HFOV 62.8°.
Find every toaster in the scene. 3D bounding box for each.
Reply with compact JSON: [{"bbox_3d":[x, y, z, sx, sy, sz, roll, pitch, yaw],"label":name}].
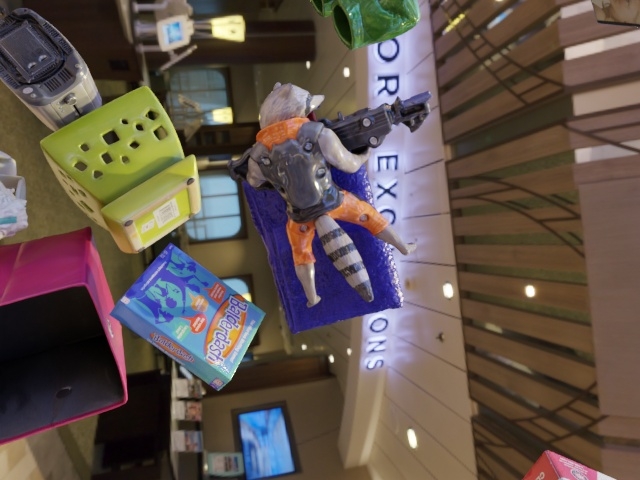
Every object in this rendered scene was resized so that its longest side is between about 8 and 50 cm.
[{"bbox_3d":[-0.504,-0.303,0.952,0.227,0.129,0.146,44,-16,9],"label":"toaster"}]

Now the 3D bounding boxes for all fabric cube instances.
[{"bbox_3d":[-0.505,0.157,0.933,0.258,0.259,0.254,-134,-147,-60],"label":"fabric cube"}]

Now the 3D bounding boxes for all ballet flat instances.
[{"bbox_3d":[-0.639,-0.107,0.994,0.409,0.147,0.147,41,-39,42],"label":"ballet flat"}]

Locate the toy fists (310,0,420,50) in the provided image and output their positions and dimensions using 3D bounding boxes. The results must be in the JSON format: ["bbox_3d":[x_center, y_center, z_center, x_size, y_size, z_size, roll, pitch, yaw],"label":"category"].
[{"bbox_3d":[0.077,-0.441,0.931,0.096,0.142,0.279,80,-12,-46],"label":"toy fists"}]

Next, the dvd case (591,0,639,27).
[{"bbox_3d":[0.462,-0.393,0.761,0.180,0.022,0.253,56,7,-26],"label":"dvd case"}]

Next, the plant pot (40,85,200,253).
[{"bbox_3d":[-0.361,-0.120,1.024,0.207,0.227,0.228,49,-22,11],"label":"plant pot"}]

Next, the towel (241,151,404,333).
[{"bbox_3d":[0.000,0.000,0.928,0.076,0.228,0.308,-24,96,-75],"label":"towel"}]

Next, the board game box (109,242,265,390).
[{"bbox_3d":[-0.210,0.122,0.869,0.047,0.210,0.160,-44,-167,36],"label":"board game box"}]

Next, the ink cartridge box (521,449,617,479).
[{"bbox_3d":[0.428,0.471,0.758,0.273,0.197,0.114,-87,-157,-71],"label":"ink cartridge box"}]

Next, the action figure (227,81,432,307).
[{"bbox_3d":[0.031,-0.092,0.782,0.330,0.341,0.178,60,16,-17],"label":"action figure"}]
